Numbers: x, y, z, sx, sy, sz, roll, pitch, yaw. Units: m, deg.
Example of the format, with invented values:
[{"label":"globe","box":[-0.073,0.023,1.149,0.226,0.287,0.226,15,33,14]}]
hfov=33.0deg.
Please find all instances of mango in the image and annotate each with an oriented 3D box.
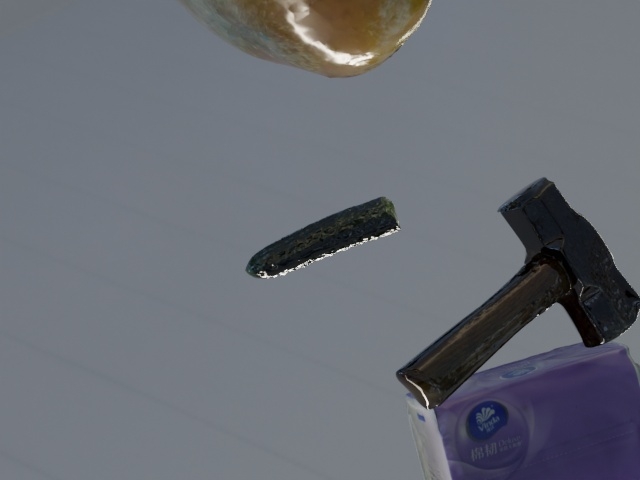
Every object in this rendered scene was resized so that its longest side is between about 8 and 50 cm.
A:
[{"label":"mango","box":[-0.061,-0.221,0.700,0.316,0.193,0.146,36,-108,20]}]

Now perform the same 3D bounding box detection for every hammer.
[{"label":"hammer","box":[0.252,0.096,1.424,0.408,0.095,0.242,-34,-88,-38]}]

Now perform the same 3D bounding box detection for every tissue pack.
[{"label":"tissue pack","box":[0.325,0.305,1.627,0.338,0.242,0.160,-15,-177,-12]}]

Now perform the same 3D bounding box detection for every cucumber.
[{"label":"cucumber","box":[0.000,0.000,1.417,0.214,0.058,0.052,-21,-101,1]}]
